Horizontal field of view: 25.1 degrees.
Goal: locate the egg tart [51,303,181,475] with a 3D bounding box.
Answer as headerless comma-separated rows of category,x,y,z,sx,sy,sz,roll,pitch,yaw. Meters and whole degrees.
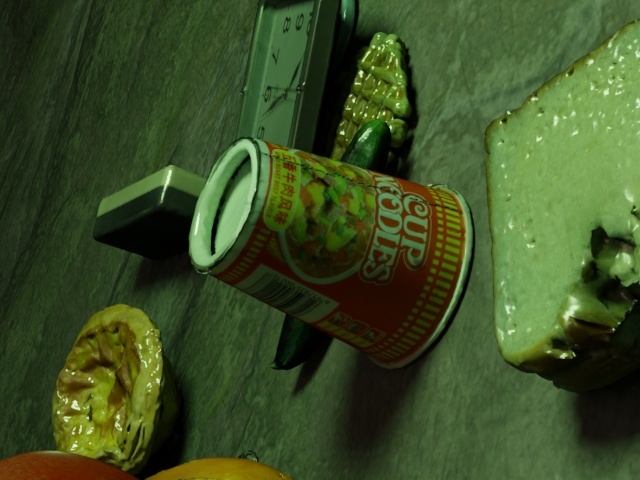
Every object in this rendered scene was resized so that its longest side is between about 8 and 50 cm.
egg tart,-0.242,0.198,1.757,0.241,0.106,0.241,-23,59,45

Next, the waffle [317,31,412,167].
waffle,0.043,-0.129,1.540,0.169,0.036,0.183,-48,32,41

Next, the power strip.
power strip,-0.209,-0.033,1.885,0.257,0.105,0.070,-19,54,58

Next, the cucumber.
cucumber,0.013,0.008,1.465,0.284,0.056,0.056,-69,25,13

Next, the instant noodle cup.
instant noodle cup,0.000,0.000,1.323,0.193,0.212,0.193,-44,35,42

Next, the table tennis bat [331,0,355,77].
table tennis bat,-0.011,-0.277,1.764,0.153,0.040,0.244,-54,34,33

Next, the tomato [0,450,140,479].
tomato,-0.304,0.400,1.555,0.341,0.273,0.341,-43,36,42

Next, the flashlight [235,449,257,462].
flashlight,-0.095,0.250,1.551,0.083,0.018,0.018,-41,36,45

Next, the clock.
clock,-0.040,-0.170,1.662,0.279,0.049,0.273,-162,82,-72

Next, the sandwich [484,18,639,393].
sandwich,0.231,-0.035,1.033,0.273,0.095,0.248,-38,39,49

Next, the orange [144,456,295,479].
orange,-0.090,0.310,1.246,0.246,0.246,0.246,-43,36,43
